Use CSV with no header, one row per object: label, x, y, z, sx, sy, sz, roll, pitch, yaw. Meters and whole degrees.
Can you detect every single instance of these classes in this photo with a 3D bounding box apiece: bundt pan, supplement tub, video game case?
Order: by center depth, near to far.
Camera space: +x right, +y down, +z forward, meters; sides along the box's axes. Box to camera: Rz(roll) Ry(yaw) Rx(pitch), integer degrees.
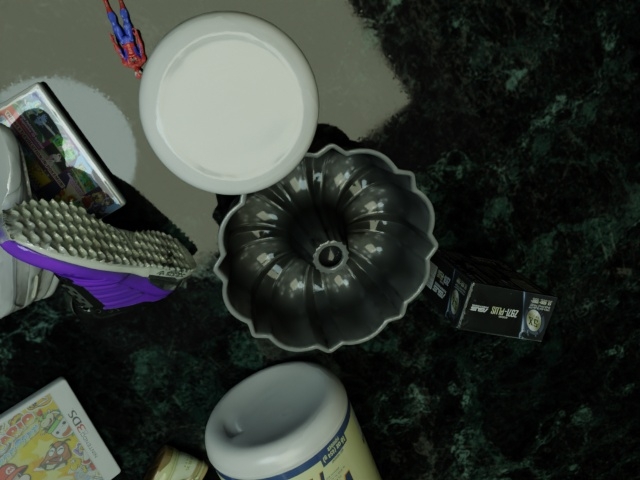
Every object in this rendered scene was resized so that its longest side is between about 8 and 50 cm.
supplement tub,-0.115,-0.176,0.694,0.191,0.272,0.191,-3,109,-10
video game case,-0.414,-0.090,0.797,0.183,0.023,0.201,-30,110,0
bundt pan,0.000,0.000,0.846,0.330,0.124,0.331,-6,116,-13
video game case,-0.461,0.363,0.879,0.227,0.026,0.206,-34,115,-32
supplement tub,-0.026,0.392,0.922,0.235,0.235,0.325,-22,111,-3

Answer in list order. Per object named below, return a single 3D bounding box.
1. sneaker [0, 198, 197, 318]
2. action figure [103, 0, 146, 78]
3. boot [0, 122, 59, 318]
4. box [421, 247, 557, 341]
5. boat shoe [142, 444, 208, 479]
sneaker,-0.314,0.048,0.764,0.146,0.102,0.293,-45,148,15
action figure,-0.267,-0.278,0.762,0.038,0.030,0.115,-20,113,-10
boot,-0.406,-0.030,0.748,0.095,0.123,0.258,15,105,14
box,0.260,0.082,0.906,0.147,0.180,0.078,10,105,-15
boat shoe,-0.294,0.497,0.973,0.089,0.104,0.285,25,101,-15
